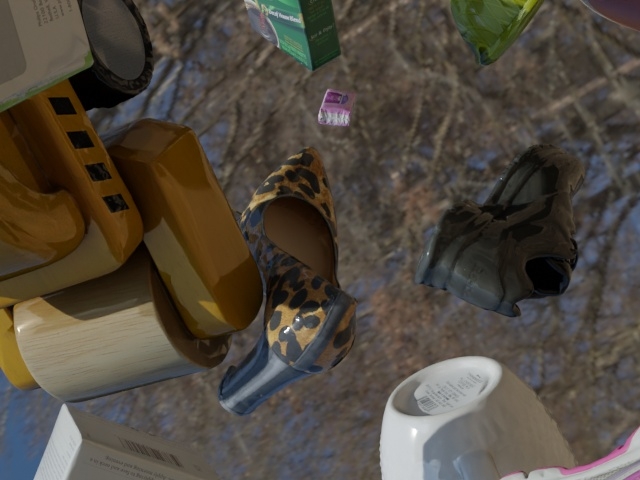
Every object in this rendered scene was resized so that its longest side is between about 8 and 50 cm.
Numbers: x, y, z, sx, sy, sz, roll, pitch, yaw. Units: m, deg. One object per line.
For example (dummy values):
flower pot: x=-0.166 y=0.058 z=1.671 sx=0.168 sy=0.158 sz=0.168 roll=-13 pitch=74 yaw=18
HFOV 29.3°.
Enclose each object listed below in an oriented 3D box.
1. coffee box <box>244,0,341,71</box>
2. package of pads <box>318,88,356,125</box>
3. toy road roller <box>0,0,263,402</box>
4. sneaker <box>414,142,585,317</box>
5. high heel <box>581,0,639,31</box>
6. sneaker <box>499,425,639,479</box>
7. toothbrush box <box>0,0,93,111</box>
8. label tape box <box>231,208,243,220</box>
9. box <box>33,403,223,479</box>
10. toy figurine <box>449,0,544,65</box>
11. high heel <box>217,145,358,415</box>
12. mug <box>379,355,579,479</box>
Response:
coffee box: x=-0.040 y=-0.260 z=1.145 sx=0.040 sy=0.184 sz=0.113 roll=-33 pitch=-132 yaw=-20
package of pads: x=0.027 y=-0.209 z=1.934 sx=0.050 sy=0.032 sz=0.083 roll=9 pitch=-150 yaw=4
toy road roller: x=-0.209 y=-0.007 z=0.853 sx=0.330 sy=0.202 sz=0.240 roll=64 pitch=-155 yaw=-19
sneaker: x=0.212 y=-0.003 z=1.253 sx=0.130 sy=0.109 sz=0.286 roll=32 pitch=-138 yaw=20
high heel: x=0.314 y=-0.340 z=1.190 sx=0.181 sy=0.127 sz=0.377 roll=-68 pitch=-26 yaw=-7
sneaker: x=0.155 y=0.183 z=0.687 sx=0.103 sy=0.252 sz=0.111 roll=44 pitch=-151 yaw=-12
toothbrush box: x=-0.267 y=-0.162 z=0.571 sx=0.122 sy=0.283 sz=0.206 roll=-38 pitch=-53 yaw=-44
label tape box: x=-0.227 y=-0.039 z=1.801 sx=0.333 sy=0.240 sz=0.106 roll=27 pitch=-93 yaw=-5
box: x=-0.225 y=0.287 z=1.409 sx=0.181 sy=0.182 sz=0.119 roll=23 pitch=-92 yaw=-19
toy figurine: x=0.127 y=-0.321 z=0.843 sx=0.217 sy=0.362 sz=0.191 roll=20 pitch=-140 yaw=-23
high heel: x=0.000 y=0.000 z=0.972 sx=0.093 sy=0.186 sz=0.261 roll=24 pitch=-124 yaw=-17
mug: x=0.228 y=0.354 z=1.646 sx=0.374 sy=0.276 sz=0.328 roll=-106 pitch=-5 yaw=-73
